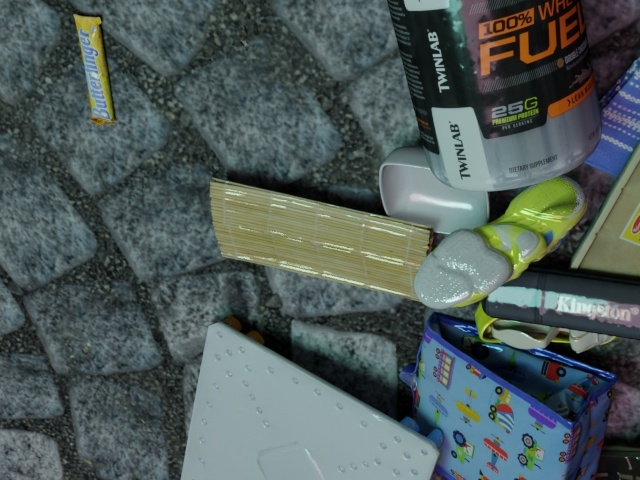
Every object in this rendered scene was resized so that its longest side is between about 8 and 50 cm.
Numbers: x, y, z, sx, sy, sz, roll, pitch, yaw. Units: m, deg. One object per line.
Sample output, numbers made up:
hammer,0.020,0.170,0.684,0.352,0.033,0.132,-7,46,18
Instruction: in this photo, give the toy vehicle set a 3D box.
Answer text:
toy vehicle set,0.421,-0.017,1.334,0.166,0.035,0.267,23,141,6

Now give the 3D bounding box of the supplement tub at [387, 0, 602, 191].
supplement tub,0.185,-0.242,1.234,0.207,0.207,0.338,-7,116,23

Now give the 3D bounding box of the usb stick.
usb stick,0.339,0.079,1.404,0.278,0.045,0.077,8,94,22

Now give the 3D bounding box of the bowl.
bowl,0.150,-0.068,1.417,0.142,0.053,0.142,10,149,15

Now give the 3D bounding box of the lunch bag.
lunch bag,0.231,0.245,1.535,0.293,0.138,0.220,24,126,31

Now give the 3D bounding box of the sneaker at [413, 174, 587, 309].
sneaker,0.231,0.017,1.393,0.240,0.126,0.091,-32,68,6

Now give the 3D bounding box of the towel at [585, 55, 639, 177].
towel,0.453,-0.138,1.231,0.243,0.040,0.336,30,146,0

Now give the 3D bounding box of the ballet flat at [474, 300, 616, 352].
ballet flat,0.316,0.113,1.467,0.231,0.077,0.077,1,125,19

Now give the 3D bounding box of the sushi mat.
sushi mat,0.000,0.000,1.531,0.317,0.019,0.151,13,140,13

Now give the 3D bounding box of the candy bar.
candy bar,-0.309,-0.233,1.532,0.040,0.018,0.161,6,119,17

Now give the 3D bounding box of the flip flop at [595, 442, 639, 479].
flip flop,0.442,0.327,1.549,0.277,0.080,0.112,-3,106,39

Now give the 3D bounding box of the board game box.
board game box,-0.028,0.350,1.692,0.390,0.050,0.390,27,125,20
